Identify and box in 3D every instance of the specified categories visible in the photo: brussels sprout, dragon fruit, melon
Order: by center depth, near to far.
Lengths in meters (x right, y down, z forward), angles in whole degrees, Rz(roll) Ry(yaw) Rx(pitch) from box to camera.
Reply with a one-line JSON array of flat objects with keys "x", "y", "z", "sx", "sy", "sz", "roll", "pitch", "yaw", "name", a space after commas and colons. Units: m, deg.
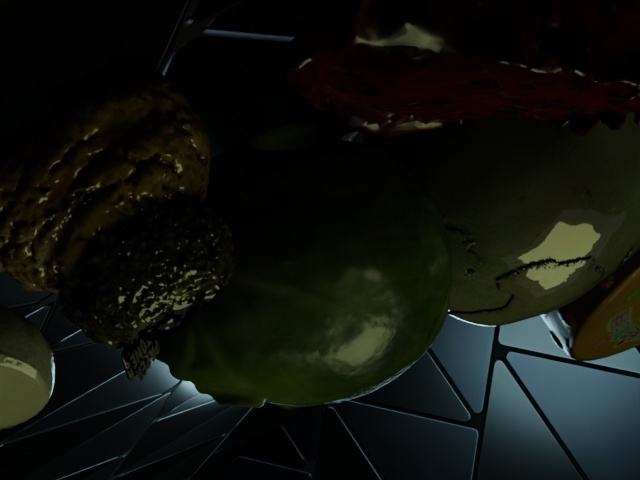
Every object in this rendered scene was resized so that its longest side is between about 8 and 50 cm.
[{"x": 0.082, "y": -0.193, "z": 1.288, "sx": 0.286, "sy": 0.228, "sz": 0.329, "roll": 5, "pitch": 176, "yaw": -22, "name": "dragon fruit"}, {"x": -0.022, "y": 0.027, "z": 1.378, "sx": 0.244, "sy": 0.244, "sz": 0.244, "roll": -33, "pitch": 171, "yaw": -6, "name": "brussels sprout"}, {"x": 0.167, "y": -0.077, "z": 1.580, "sx": 0.330, "sy": 0.268, "sz": 0.268, "roll": -45, "pitch": 178, "yaw": -33, "name": "melon"}]

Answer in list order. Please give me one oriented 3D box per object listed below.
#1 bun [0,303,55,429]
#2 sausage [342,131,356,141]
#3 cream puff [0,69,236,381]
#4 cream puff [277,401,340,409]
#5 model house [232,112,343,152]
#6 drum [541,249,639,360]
[{"x": -0.275, "y": 0.084, "z": 1.450, "sx": 0.138, "sy": 0.094, "sz": 0.138, "roll": -2, "pitch": 146, "yaw": -1, "name": "bun"}, {"x": 0.021, "y": -0.105, "z": 1.705, "sx": 0.026, "sy": 0.026, "sz": 0.116, "roll": -24, "pitch": 168, "yaw": -46, "name": "sausage"}, {"x": -0.135, "y": 0.001, "z": 1.250, "sx": 0.183, "sy": 0.169, "sz": 0.183, "roll": -34, "pitch": 172, "yaw": -6, "name": "cream puff"}, {"x": -0.007, "y": 0.053, "z": 1.818, "sx": 0.244, "sy": 0.196, "sz": 0.244, "roll": -42, "pitch": -177, "yaw": 2, "name": "cream puff"}, {"x": -0.063, "y": -0.022, "z": 1.614, "sx": 0.211, "sy": 0.170, "sz": 0.194, "roll": -61, "pitch": 177, "yaw": -27, "name": "model house"}, {"x": 0.377, "y": -0.074, "z": 1.958, "sx": 0.431, "sy": 0.214, "sz": 0.431, "roll": -28, "pitch": 161, "yaw": -11, "name": "drum"}]
